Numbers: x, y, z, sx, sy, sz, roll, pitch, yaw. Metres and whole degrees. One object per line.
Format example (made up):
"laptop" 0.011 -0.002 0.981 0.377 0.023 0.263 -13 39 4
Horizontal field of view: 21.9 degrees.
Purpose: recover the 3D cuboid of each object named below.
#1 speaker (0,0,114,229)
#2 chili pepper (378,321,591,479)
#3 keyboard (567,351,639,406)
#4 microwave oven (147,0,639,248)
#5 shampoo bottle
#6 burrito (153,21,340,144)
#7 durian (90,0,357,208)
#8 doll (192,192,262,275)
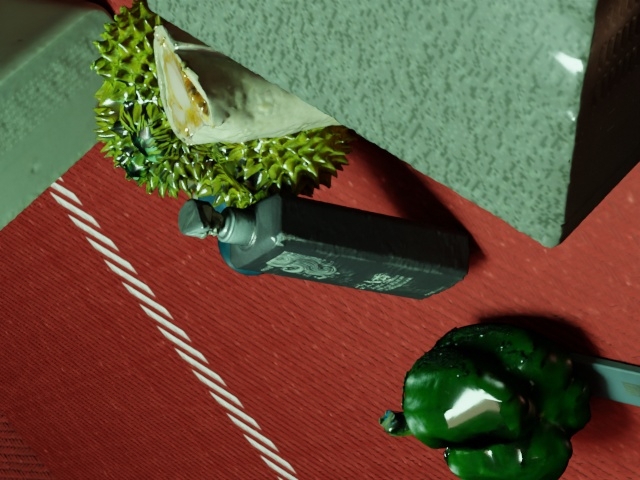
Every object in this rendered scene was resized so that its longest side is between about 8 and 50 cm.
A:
"speaker" -0.404 -0.125 1.919 0.184 0.406 0.183 11 136 42
"chili pepper" 0.168 0.172 1.773 0.174 0.165 0.261 34 162 -22
"keyboard" 0.327 0.150 1.684 0.176 0.014 0.055 10 135 48
"microwave oven" 0.085 -0.265 1.263 0.432 0.236 0.374 32 147 25
"shampoo bottle" -0.001 0.000 1.685 0.310 0.071 0.098 12 161 -30
"burrito" 0.005 -0.156 1.521 0.143 0.299 0.105 -123 30 -48
"durian" -0.107 -0.152 1.695 0.291 0.224 0.291 4 151 2
"doll" -0.093 -0.017 1.973 0.152 0.085 0.114 50 168 17
